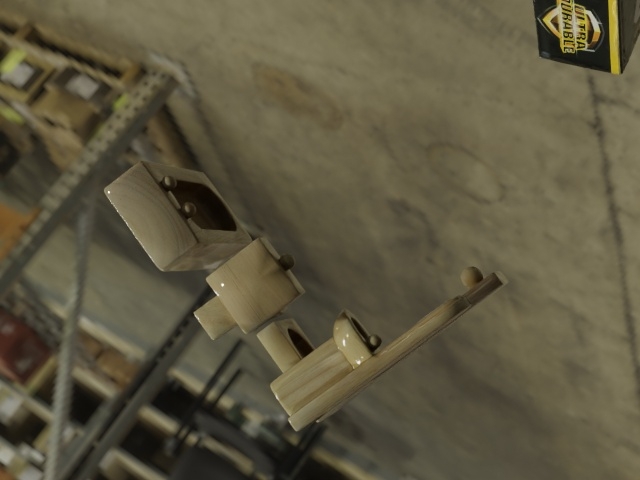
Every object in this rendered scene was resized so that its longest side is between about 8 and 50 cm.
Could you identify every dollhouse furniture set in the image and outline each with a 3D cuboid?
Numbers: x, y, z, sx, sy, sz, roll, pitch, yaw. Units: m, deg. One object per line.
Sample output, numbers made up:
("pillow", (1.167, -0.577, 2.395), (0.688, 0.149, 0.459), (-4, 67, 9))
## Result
("dollhouse furniture set", (0.000, 0.000, 0.716), (0.151, 0.123, 0.144), (54, -172, 7))

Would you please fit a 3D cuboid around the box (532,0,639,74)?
("box", (0.245, -0.332, 1.074), (0.079, 0.322, 0.257), (15, 150, 22))
